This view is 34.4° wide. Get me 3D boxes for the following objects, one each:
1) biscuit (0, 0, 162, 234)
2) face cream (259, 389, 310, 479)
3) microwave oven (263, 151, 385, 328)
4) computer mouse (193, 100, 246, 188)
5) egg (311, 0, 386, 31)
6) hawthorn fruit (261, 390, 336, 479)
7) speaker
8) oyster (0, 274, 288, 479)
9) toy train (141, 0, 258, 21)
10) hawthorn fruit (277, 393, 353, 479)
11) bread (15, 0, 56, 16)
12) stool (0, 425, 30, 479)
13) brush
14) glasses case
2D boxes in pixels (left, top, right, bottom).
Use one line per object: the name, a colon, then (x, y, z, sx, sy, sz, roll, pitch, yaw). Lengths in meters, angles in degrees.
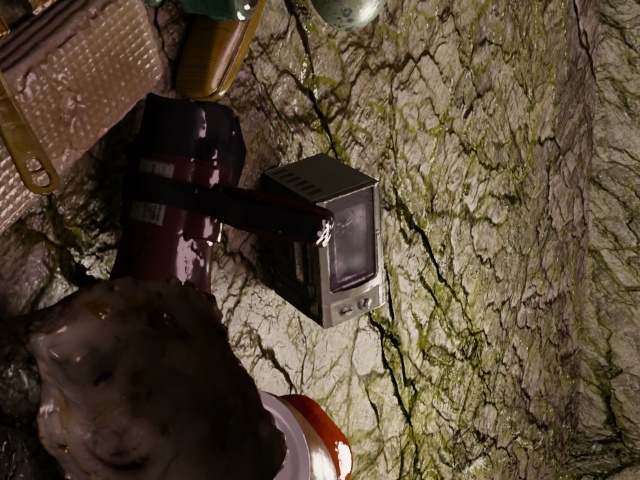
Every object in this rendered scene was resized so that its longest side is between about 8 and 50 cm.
biscuit: (-0.301, -0.103, 0.991, 0.426, 0.078, 0.144, -53, 145, -37)
face cream: (-0.185, 0.273, 1.134, 0.145, 0.369, 0.145, 23, 56, -38)
microwave oven: (0.000, 0.000, 1.500, 0.129, 0.163, 0.205, -22, 122, -30)
computer mouse: (-0.153, -0.071, 1.284, 0.217, 0.073, 0.122, -68, 150, -21)
egg: (0.040, -0.376, 1.455, 0.132, 0.132, 0.172, -48, 151, -43)
hawthorn fruit: (-0.099, 0.330, 1.354, 0.301, 0.267, 0.268, 41, 65, -66)
speaker: (-0.146, 0.018, 1.117, 0.198, 0.259, 0.330, 8, 99, -35)
oyster: (-0.160, 0.140, 0.972, 0.204, 0.396, 0.111, -40, 147, -8)
toy train: (-0.124, -0.376, 1.101, 0.304, 0.150, 0.222, 70, 32, -67)
hawthorn fruit: (-0.043, 0.324, 1.559, 0.189, 0.189, 0.189, -33, 130, -53)
bread: (-0.262, -0.269, 1.007, 0.060, 0.066, 0.110, 44, 65, -7)
stool: (-0.330, 0.375, 0.983, 0.310, 0.226, 0.310, -26, 123, -54)
brush: (-0.291, -0.136, 0.915, 0.082, 0.010, 0.218, -24, 84, -39)
glasses case: (-0.112, -0.280, 1.267, 0.064, 0.079, 0.234, 32, 72, -51)
